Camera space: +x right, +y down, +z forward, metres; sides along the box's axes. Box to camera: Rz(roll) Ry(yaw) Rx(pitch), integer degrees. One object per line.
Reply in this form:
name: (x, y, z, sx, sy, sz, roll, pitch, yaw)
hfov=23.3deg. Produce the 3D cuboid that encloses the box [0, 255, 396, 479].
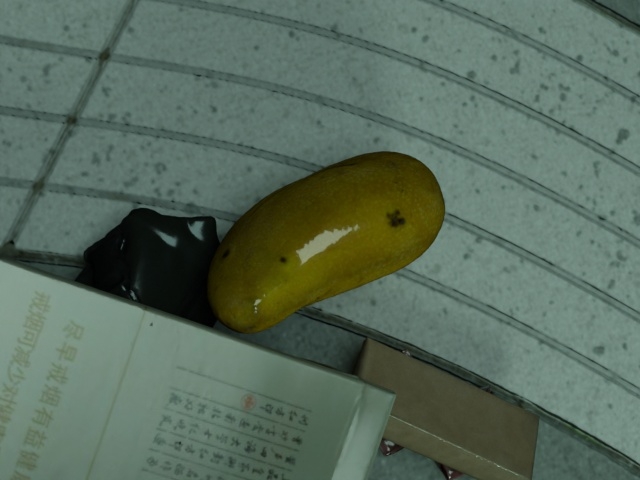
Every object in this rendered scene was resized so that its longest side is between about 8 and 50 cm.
box: (-0.134, 0.163, 1.277, 0.365, 0.051, 0.205, 20, 85, -17)

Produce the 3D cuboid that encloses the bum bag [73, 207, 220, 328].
bum bag: (-0.197, 0.097, 1.322, 0.142, 0.079, 0.326, 43, 73, -13)

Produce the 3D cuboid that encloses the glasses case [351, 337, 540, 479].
glasses case: (0.104, 0.160, 1.430, 0.193, 0.070, 0.102, 25, 48, -12)

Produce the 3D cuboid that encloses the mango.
mango: (-0.001, -0.005, 1.352, 0.262, 0.157, 0.109, -26, 106, -39)
